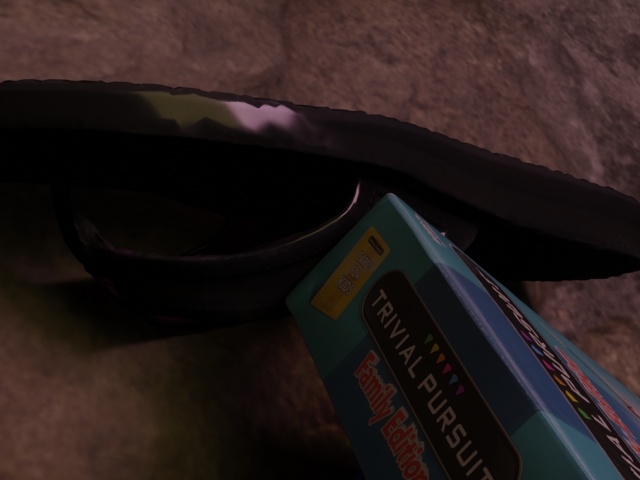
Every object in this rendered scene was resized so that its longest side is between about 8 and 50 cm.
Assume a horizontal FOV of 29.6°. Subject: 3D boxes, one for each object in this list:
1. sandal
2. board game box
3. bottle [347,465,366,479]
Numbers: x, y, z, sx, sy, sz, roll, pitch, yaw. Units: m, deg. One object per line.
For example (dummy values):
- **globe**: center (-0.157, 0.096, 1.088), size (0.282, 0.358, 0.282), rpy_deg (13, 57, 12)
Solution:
- **sandal**: center (0.002, 0.000, 0.647), size (0.445, 0.167, 0.107), rpy_deg (10, 77, -30)
- **board game box**: center (0.154, 0.148, 0.545), size (0.336, 0.079, 0.254), rpy_deg (38, 12, -29)
- **bottle**: center (-0.017, 0.195, 0.526), size (0.118, 0.092, 0.283), rpy_deg (44, 45, 1)
